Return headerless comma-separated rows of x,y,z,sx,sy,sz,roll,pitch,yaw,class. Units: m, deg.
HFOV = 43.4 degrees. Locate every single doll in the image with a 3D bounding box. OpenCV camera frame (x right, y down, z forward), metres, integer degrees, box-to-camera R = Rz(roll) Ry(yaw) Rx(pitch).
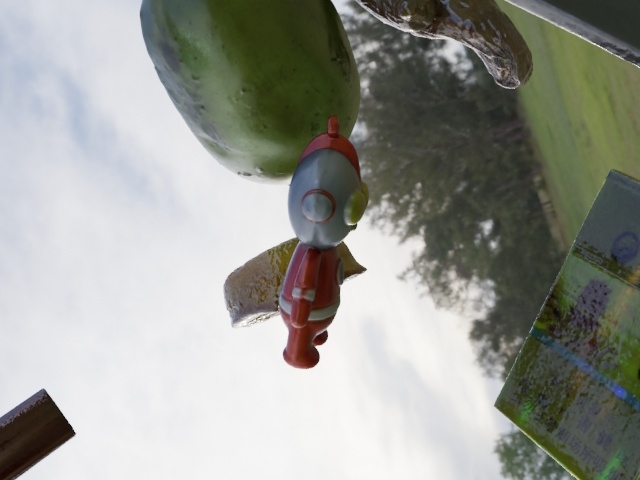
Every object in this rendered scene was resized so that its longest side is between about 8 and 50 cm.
0.000,0.000,0.783,0.142,0.076,0.244,-62,-16,-72,doll

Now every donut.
-0.040,0.047,1.007,0.174,0.190,0.074,-22,-97,-30,donut

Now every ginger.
0.128,-0.273,0.934,0.290,0.084,0.122,26,-162,-6,ginger

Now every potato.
-0.072,-0.198,0.893,0.304,0.216,0.215,50,-154,-37,potato

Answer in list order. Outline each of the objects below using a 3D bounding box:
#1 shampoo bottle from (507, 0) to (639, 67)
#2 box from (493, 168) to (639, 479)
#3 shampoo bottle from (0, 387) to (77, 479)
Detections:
0.142,-0.144,0.399,0.246,0.080,0.079,20,-153,-15,shampoo bottle
0.202,0.063,0.533,0.030,0.193,0.121,9,-161,-37,box
-0.532,0.355,1.300,0.102,0.260,0.064,49,156,11,shampoo bottle
